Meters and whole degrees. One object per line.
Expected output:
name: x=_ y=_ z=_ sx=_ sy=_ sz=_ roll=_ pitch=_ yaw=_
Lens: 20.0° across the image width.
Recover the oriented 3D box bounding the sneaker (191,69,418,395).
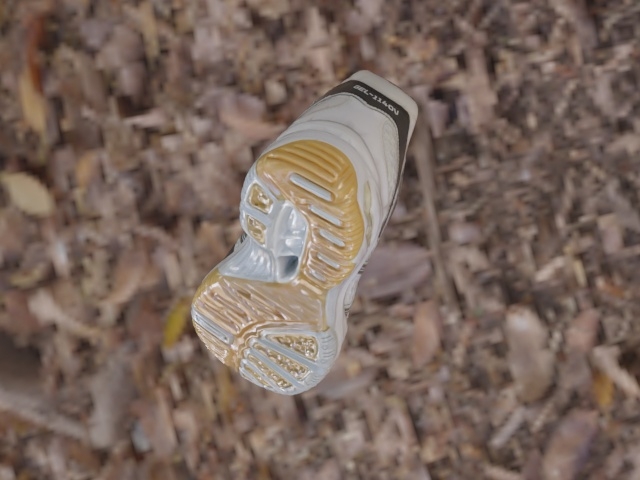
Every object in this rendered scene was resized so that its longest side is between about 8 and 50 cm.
sneaker: x=0.000 y=0.000 z=0.353 sx=0.032 sy=0.037 sz=0.083 roll=34 pitch=146 yaw=3
